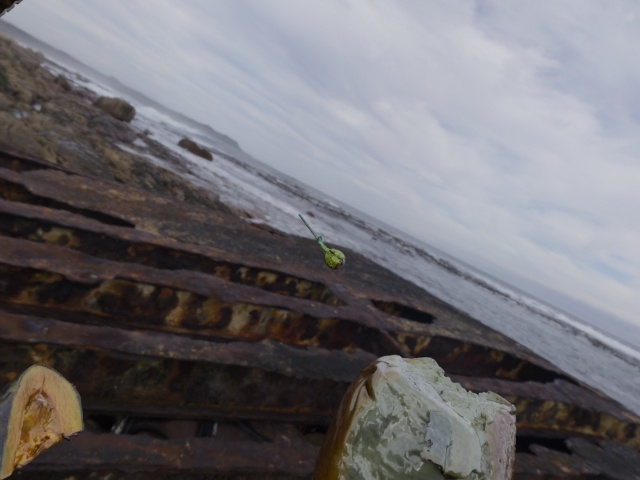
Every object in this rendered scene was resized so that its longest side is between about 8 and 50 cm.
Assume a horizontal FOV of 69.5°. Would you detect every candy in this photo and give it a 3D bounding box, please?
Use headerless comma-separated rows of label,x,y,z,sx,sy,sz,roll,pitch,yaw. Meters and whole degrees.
candy,0.000,0.000,0.826,0.123,0.035,0.035,53,14,0

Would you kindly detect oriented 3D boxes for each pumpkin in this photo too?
pumpkin,-0.583,0.338,0.855,0.312,0.148,0.169,130,-60,-79

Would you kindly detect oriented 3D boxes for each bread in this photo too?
bread,0.111,0.276,0.562,0.225,0.250,0.279,17,-6,19

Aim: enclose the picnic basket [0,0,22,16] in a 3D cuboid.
picnic basket,-0.279,-0.296,0.460,0.193,0.110,0.055,-15,-47,25
